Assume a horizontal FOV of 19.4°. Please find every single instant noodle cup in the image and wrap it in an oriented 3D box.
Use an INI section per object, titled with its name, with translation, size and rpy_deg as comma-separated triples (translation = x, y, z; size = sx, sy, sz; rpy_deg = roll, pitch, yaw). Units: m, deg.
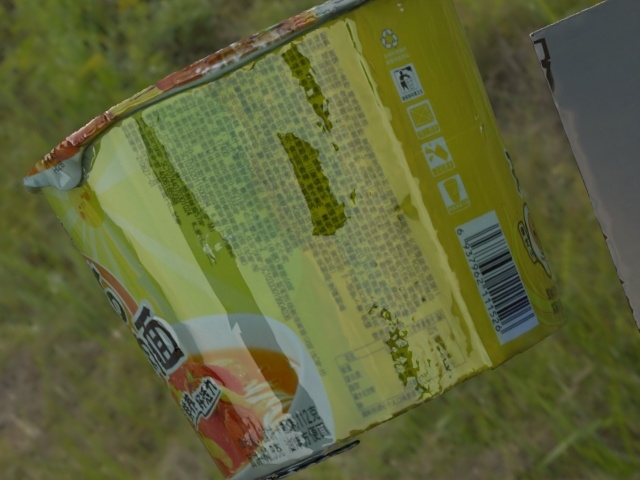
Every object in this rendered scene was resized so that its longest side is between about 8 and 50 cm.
[instant noodle cup]
translation = 0.000, 0.000, 1.006
size = 0.264, 0.200, 0.264
rpy_deg = -27, -1, -1

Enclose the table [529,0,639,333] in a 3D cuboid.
[table]
translation = 0.110, -0.031, 0.408
size = 0.083, 0.070, 0.082
rpy_deg = -21, -3, 37
